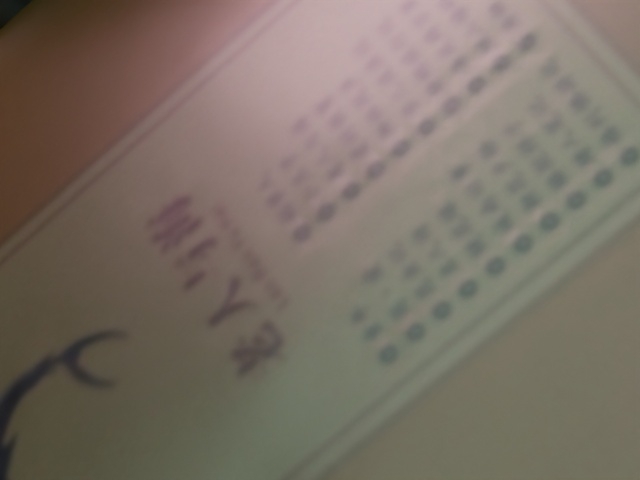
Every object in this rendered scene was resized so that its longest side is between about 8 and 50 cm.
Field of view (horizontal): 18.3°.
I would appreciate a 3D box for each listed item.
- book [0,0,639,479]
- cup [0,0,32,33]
[{"bbox_3d":[0.000,0.000,0.488,0.389,0.032,0.269,-40,51,8],"label":"book"},{"bbox_3d":[-0.025,-0.223,0.662,0.301,0.227,0.257,-42,28,7],"label":"cup"}]
